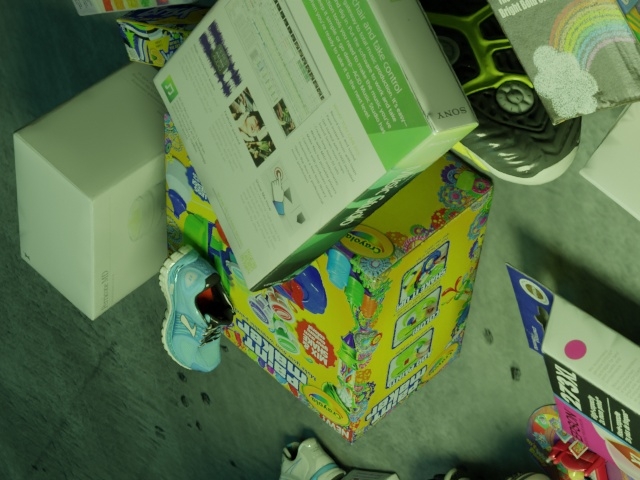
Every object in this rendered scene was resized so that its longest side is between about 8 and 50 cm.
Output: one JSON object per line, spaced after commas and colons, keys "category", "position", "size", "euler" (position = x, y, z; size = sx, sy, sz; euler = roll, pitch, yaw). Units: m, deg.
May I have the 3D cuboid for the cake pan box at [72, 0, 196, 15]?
{"category": "cake pan box", "position": [-0.229, -0.375, 1.720], "size": [0.245, 0.070, 0.267], "euler": [5, 124, 50]}

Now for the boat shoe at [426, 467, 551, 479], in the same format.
{"category": "boat shoe", "position": [0.163, 0.312, 1.797], "size": [0.158, 0.127, 0.340], "euler": [45, 154, 23]}

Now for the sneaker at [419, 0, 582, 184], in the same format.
{"category": "sneaker", "position": [0.091, -0.164, 1.441], "size": [0.385, 0.145, 0.147], "euler": [45, 158, 35]}

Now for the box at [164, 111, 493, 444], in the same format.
{"category": "box", "position": [0.000, 0.000, 1.673], "size": [0.290, 0.177, 0.279], "euler": [38, 147, 26]}

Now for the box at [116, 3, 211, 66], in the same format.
{"category": "box", "position": [-0.146, -0.221, 1.766], "size": [0.169, 0.059, 0.054], "euler": [18, 133, 45]}

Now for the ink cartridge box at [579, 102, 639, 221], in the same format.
{"category": "ink cartridge box", "position": [0.310, -0.021, 1.247], "size": [0.190, 0.139, 0.082], "euler": [40, 103, 22]}

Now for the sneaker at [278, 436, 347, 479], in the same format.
{"category": "sneaker", "position": [-0.027, 0.311, 2.146], "size": [0.083, 0.071, 0.191], "euler": [59, 147, 13]}

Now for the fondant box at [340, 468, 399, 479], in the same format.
{"category": "fondant box", "position": [0.009, 0.471, 1.981], "size": [0.096, 0.330, 0.238], "euler": [-9, 113, 55]}

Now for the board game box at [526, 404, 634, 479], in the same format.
{"category": "board game box", "position": [0.271, 0.251, 1.691], "size": [0.169, 0.033, 0.133], "euler": [49, 149, 9]}

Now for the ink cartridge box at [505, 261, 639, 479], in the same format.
{"category": "ink cartridge box", "position": [0.309, 0.170, 1.485], "size": [0.371, 0.069, 0.176], "euler": [37, 164, 31]}

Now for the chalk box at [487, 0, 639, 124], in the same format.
{"category": "chalk box", "position": [0.206, -0.217, 1.213], "size": [0.132, 0.132, 0.213], "euler": [-12, 110, 58]}

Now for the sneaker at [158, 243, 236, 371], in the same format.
{"category": "sneaker", "position": [-0.125, 0.084, 1.699], "size": [0.073, 0.063, 0.162], "euler": [29, 143, 32]}

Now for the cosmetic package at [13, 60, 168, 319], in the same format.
{"category": "cosmetic package", "position": [-0.223, -0.068, 1.864], "size": [0.138, 0.224, 0.224], "euler": [40, 148, 22]}

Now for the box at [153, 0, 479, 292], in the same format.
{"category": "box", "position": [-0.016, -0.123, 1.402], "size": [0.322, 0.058, 0.232], "euler": [-40, 71, 52]}
